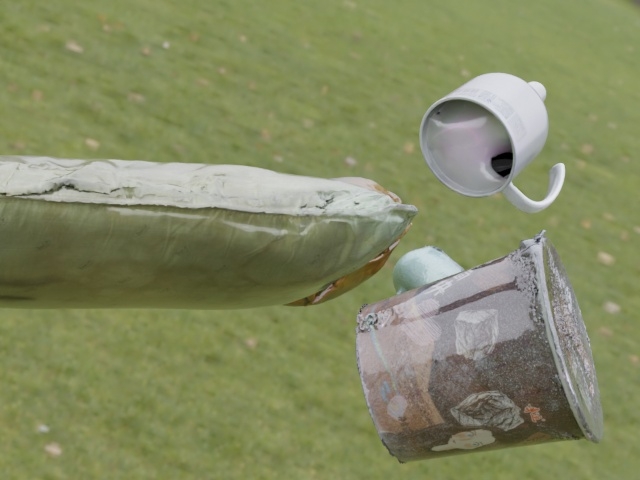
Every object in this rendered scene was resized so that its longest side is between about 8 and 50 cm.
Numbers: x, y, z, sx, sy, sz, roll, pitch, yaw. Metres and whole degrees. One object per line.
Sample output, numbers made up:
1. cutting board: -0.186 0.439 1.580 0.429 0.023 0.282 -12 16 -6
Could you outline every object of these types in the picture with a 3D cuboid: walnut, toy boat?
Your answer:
1. walnut: 0.000 0.000 1.488 0.245 0.137 0.137 -23 43 -40
2. toy boat: 0.159 0.100 1.581 0.208 0.079 0.134 50 -14 -13

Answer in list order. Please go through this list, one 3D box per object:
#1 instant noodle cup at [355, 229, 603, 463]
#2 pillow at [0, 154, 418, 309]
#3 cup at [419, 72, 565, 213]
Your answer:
1. instant noodle cup: 0.159 0.121 1.354 0.207 0.217 0.217 -17 5 18
2. pillow: -0.118 -0.001 0.736 0.302 0.075 0.185 4 -14 -17
3. cup: 0.233 -0.133 1.672 0.173 0.134 0.142 28 39 23
